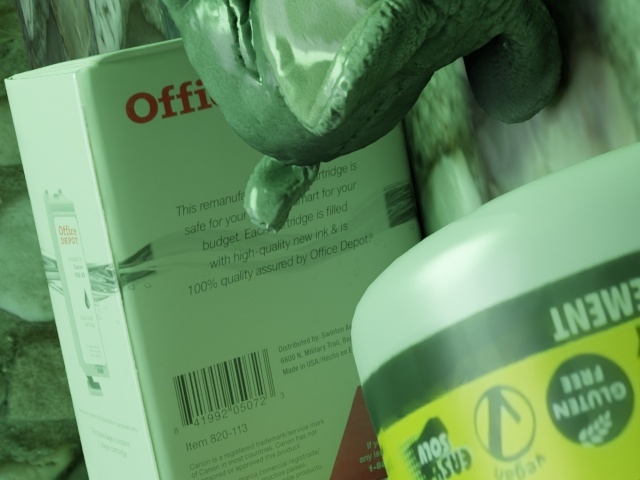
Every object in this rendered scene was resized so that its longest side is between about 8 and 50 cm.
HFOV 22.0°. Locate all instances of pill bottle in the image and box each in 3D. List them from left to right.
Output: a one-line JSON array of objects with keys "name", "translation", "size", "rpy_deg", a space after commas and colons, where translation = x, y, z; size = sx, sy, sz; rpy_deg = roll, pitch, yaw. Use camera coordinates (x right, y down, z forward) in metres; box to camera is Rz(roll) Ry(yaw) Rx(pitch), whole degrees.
[{"name": "pill bottle", "translation": [0.140, 0.145, 0.450], "size": [0.188, 0.188, 0.334], "rpy_deg": [121, 134, -70]}]

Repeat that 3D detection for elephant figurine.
[{"name": "elephant figurine", "translation": [0.033, -0.115, 0.740], "size": [0.186, 0.169, 0.239], "rpy_deg": [52, 159, -25]}]

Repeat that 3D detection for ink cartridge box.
[{"name": "ink cartridge box", "translation": [-0.049, 0.015, 0.988], "size": [0.117, 0.207, 0.283], "rpy_deg": [4, 107, 58]}]

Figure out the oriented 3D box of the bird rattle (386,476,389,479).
[{"name": "bird rattle", "translation": [0.077, 0.199, 0.881], "size": [0.253, 0.143, 0.207], "rpy_deg": [-138, 53, -61]}]
